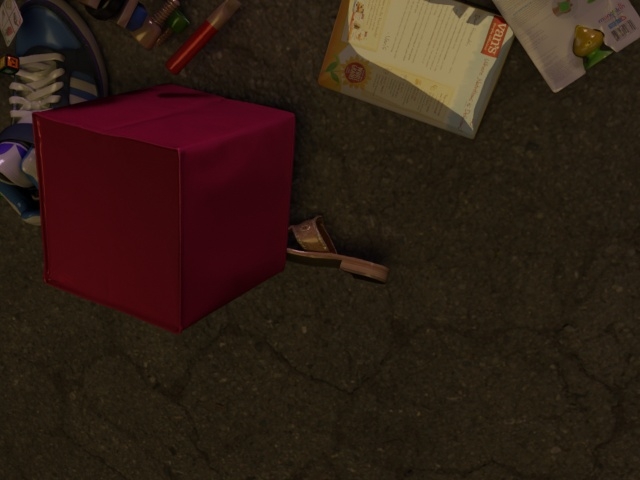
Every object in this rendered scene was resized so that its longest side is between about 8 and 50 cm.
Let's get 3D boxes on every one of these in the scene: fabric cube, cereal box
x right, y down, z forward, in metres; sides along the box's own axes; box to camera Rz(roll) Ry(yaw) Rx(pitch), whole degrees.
[{"bbox_3d":[-0.214,-0.060,1.105,0.259,0.258,0.254,17,117,26],"label":"fabric cube"},{"bbox_3d":[0.133,-0.262,1.092,0.240,0.047,0.173,20,115,3],"label":"cereal box"}]

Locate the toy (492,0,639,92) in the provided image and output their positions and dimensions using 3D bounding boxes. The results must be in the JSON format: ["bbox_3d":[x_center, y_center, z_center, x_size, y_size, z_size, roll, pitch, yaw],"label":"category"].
[{"bbox_3d":[0.295,-0.325,1.015,0.136,0.056,0.237,-33,86,12],"label":"toy"}]

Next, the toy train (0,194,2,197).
[{"bbox_3d":[-0.530,-0.098,1.331,0.083,0.017,0.024,-32,93,23],"label":"toy train"}]

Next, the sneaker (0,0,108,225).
[{"bbox_3d":[-0.411,-0.182,1.145,0.130,0.236,0.323,-2,113,13],"label":"sneaker"}]

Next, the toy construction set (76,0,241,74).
[{"bbox_3d":[-0.227,-0.409,1.037,0.237,0.257,0.309,-42,120,12],"label":"toy construction set"}]

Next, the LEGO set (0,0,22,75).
[{"bbox_3d":[-0.508,-0.295,1.144,0.182,0.060,0.244,-47,56,26],"label":"LEGO set"}]

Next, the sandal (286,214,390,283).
[{"bbox_3d":[0.002,0.002,1.229,0.239,0.088,0.079,14,81,22],"label":"sandal"}]
